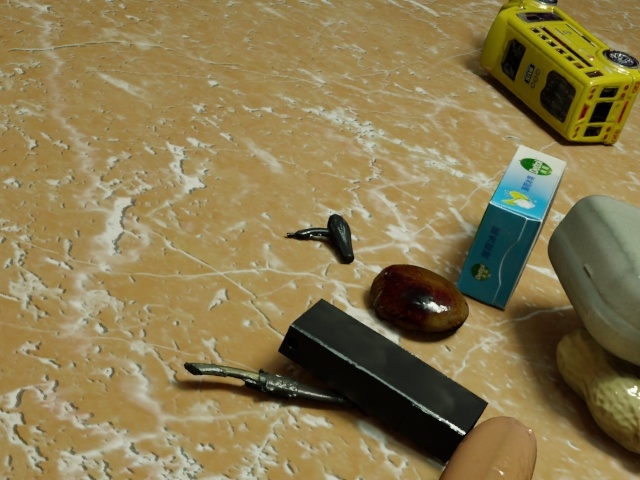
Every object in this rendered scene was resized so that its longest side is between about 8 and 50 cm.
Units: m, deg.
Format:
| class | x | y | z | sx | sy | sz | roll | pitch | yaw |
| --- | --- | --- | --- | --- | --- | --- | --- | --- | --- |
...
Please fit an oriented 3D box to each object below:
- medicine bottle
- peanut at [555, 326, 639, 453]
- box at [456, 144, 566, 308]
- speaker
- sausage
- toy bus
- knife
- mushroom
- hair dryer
| class | x | y | z | sx | sy | sz | roll | pitch | yaw |
| --- | --- | --- | --- | --- | --- | --- | --- | --- | --- |
| medicine bottle | 0.459 | 0.086 | 1.593 | 0.375 | 0.123 | 0.282 | 22 | 24 | -21 |
| peanut | 0.333 | 0.173 | 1.510 | 0.082 | 0.082 | 0.187 | 0 | 34 | -25 |
| box | 0.249 | -0.020 | 1.718 | 0.073 | 0.139 | 0.194 | 22 | 31 | 10 |
| speaker | 0.066 | 0.148 | 1.425 | 0.218 | 0.044 | 0.082 | 31 | 31 | 12 |
| sausage | 0.142 | 0.263 | 1.261 | 0.086 | 0.086 | 0.289 | 23 | 32 | 10 |
| toy bus | 0.384 | -0.300 | 2.235 | 0.151 | 0.145 | 0.331 | -7 | 39 | -32 |
| knife | -0.037 | 0.156 | 1.409 | 0.222 | 0.021 | 0.045 | 9 | 32 | -20 |
| mushroom | 0.121 | 0.068 | 1.602 | 0.123 | 0.052 | 0.123 | 14 | 27 | -7 |
| hair dryer | 0.000 | 0.000 | 1.687 | 0.083 | 0.031 | 0.079 | -6 | 44 | -10 |
